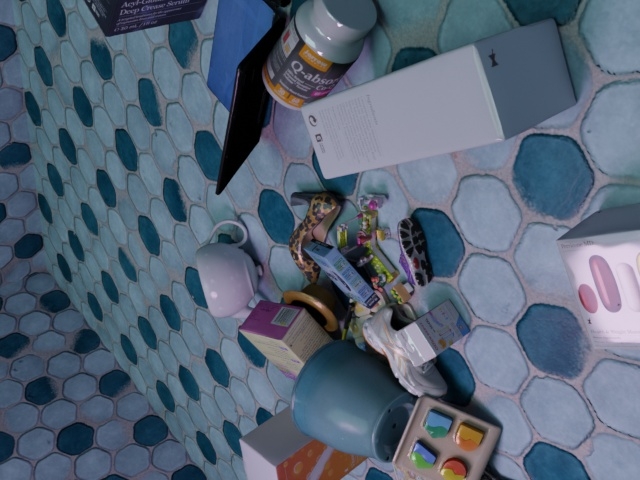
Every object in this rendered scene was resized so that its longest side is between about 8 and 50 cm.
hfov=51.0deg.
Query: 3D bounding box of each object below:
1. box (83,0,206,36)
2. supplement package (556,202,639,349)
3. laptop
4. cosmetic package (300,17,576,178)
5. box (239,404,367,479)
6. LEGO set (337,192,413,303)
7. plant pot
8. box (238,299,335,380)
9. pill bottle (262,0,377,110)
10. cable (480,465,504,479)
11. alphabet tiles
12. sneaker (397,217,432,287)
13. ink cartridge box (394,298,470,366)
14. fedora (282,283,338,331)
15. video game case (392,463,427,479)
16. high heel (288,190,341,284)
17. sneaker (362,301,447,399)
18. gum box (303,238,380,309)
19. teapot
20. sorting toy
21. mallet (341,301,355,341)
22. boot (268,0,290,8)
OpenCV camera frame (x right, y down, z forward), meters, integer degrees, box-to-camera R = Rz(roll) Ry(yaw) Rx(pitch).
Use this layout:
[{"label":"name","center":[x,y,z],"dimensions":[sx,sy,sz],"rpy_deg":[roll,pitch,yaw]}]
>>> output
[{"label":"box","center":[-0.410,-0.729,1.650],"dimensions":[0.212,0.293,0.395],"rpy_deg":[57,144,8]},{"label":"supplement package","center":[0.527,0.055,1.080],"dimensions":[0.194,0.149,0.203],"rpy_deg":[-12,102,54]},{"label":"laptop","center":[-0.246,-0.406,1.684],"dimensions":[0.236,0.408,0.382],"rpy_deg":[23,135,4]},{"label":"cosmetic package","center":[0.198,-0.248,1.242],"dimensions":[0.453,0.230,0.162],"rpy_deg":[-6,107,53]},{"label":"box","center":[-0.039,0.604,1.954],"dimensions":[0.168,0.345,0.215],"rpy_deg":[21,127,44]},{"label":"LEGO set","center":[0.118,0.033,1.614],"dimensions":[0.132,0.107,0.287],"rpy_deg":[0,111,51]},{"label":"plant pot","center":[0.108,0.421,1.699],"dimensions":[0.255,0.271,0.272],"rpy_deg":[18,124,44]},{"label":"box","center":[-0.073,0.298,1.928],"dimensions":[0.213,0.117,0.243],"rpy_deg":[2,139,51]},{"label":"pill bottle","center":[-0.005,-0.417,1.448],"dimensions":[0.162,0.162,0.278],"rpy_deg":[59,144,7]},{"label":"cable","center":[0.393,0.584,1.632],"dimensions":[0.287,0.072,0.140],"rpy_deg":[39,134,32]},{"label":"alphabet tiles","center":[0.176,0.263,1.756],"dimensions":[0.278,0.021,0.284],"rpy_deg":[-24,92,55]},{"label":"sneaker","center":[0.201,0.031,1.546],"dimensions":[0.071,0.068,0.170],"rpy_deg":[11,120,55]},{"label":"ink cartridge box","center":[0.249,0.215,1.529],"dimensions":[0.092,0.143,0.090],"rpy_deg":[57,144,9]},{"label":"fedora","center":[-0.014,0.175,1.866],"dimensions":[0.194,0.079,0.194],"rpy_deg":[29,154,15]},{"label":"video game case","center":[0.237,0.564,1.783],"dimensions":[0.206,0.026,0.227],"rpy_deg":[-36,67,64]},{"label":"high heel","center":[0.000,0.000,1.751],"dimensions":[0.186,0.093,0.261],"rpy_deg":[8,110,52]},{"label":"sneaker","center":[0.218,0.265,1.625],"dimensions":[0.262,0.099,0.121],"rpy_deg":[46,128,14]},{"label":"gum box","center":[0.051,0.081,1.683],"dimensions":[0.184,0.041,0.157],"rpy_deg":[48,170,-20]},{"label":"teapot","center":[-0.274,0.108,2.095],"dimensions":[0.256,0.187,0.253],"rpy_deg":[80,172,-48]},{"label":"sorting toy","center":[0.296,0.489,1.585],"dimensions":[0.208,0.038,0.193],"rpy_deg":[21,101,7]},{"label":"mallet","center":[0.062,0.246,1.824],"dimensions":[0.039,0.062,0.190],"rpy_deg":[42,144,36]},{"label":"boot","center":[-0.108,-0.608,1.558],"dimensions":[0.099,0.045,0.121],"rpy_deg":[46,148,27]}]
